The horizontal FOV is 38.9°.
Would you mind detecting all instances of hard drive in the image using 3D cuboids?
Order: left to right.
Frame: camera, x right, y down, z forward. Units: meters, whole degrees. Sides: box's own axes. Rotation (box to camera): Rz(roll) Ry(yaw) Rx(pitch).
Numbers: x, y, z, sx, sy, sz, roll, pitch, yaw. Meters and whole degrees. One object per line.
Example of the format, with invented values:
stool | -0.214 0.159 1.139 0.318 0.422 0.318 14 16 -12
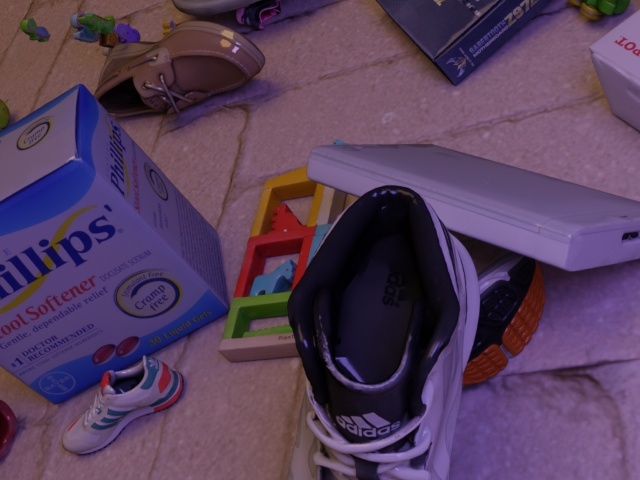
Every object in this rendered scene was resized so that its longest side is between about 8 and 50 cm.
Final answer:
hard drive | 0.163 -0.042 0.877 0.307 0.203 0.040 23 111 43

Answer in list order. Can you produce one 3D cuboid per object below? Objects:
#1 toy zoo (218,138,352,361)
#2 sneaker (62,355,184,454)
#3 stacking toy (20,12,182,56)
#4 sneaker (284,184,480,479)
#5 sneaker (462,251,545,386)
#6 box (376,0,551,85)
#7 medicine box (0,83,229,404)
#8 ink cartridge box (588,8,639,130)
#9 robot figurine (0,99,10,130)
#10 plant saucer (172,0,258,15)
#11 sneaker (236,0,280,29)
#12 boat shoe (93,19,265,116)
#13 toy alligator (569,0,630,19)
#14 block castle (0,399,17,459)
toy zoo | 0.000 0.000 1.054 0.192 0.030 0.293 -9 50 28
sneaker | -0.239 0.180 1.028 0.161 0.075 0.057 -30 43 8
stacking toy | -0.346 -0.339 1.461 0.166 0.221 0.052 3 92 36
sneaker | 0.016 0.171 0.654 0.169 0.257 0.448 4 77 16
sneaker | 0.096 0.097 0.862 0.262 0.099 0.121 -44 38 -8
box | 0.181 -0.328 1.173 0.183 0.059 0.233 -41 41 12
medicine box | -0.294 0.015 1.048 0.263 0.289 0.149 -28 43 11
ink cartridge box | 0.415 -0.190 0.883 0.237 0.100 0.172 -37 43 0
robot figurine | -0.605 -0.213 1.616 0.115 0.067 0.101 -33 31 6
plant saucer | -0.086 -0.517 1.458 0.400 0.101 0.401 -20 36 15
sneaker | -0.078 -0.378 1.427 0.057 0.047 0.119 33 76 23
boat shoe | -0.217 -0.237 1.348 0.341 0.121 0.110 0 58 46
toy alligator | 0.328 -0.313 1.090 0.051 0.056 0.190 8 35 -16
block castle | -0.576 0.313 0.981 0.212 0.303 0.453 4 57 44
